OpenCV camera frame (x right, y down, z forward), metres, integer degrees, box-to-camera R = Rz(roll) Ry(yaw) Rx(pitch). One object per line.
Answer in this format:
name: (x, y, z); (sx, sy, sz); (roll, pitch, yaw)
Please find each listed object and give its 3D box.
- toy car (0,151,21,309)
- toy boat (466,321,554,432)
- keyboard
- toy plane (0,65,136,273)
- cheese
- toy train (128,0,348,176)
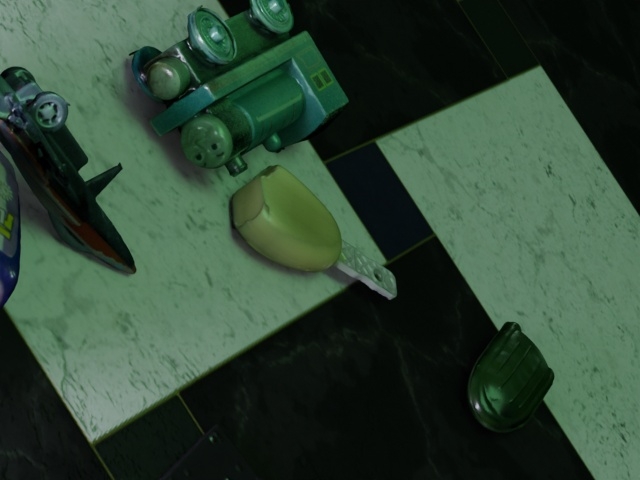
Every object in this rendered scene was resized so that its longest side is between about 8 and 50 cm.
toy car: (-0.336, -0.024, 1.394); (0.172, 0.158, 0.235); (27, 40, -38)
toy boat: (0.240, 0.175, 2.108); (0.104, 0.052, 0.210); (55, 32, -5)
keyboard: (-0.133, 0.274, 1.528); (0.101, 0.018, 0.310); (52, 31, -3)
toy plane: (-0.264, -0.081, 1.594); (0.326, 0.104, 0.223); (43, -4, -36)
cheese: (0.000, 0.000, 1.945); (0.255, 0.050, 0.127); (32, 36, -36)
toy train: (-0.092, -0.179, 1.926); (0.194, 0.120, 0.298); (59, 31, -4)
